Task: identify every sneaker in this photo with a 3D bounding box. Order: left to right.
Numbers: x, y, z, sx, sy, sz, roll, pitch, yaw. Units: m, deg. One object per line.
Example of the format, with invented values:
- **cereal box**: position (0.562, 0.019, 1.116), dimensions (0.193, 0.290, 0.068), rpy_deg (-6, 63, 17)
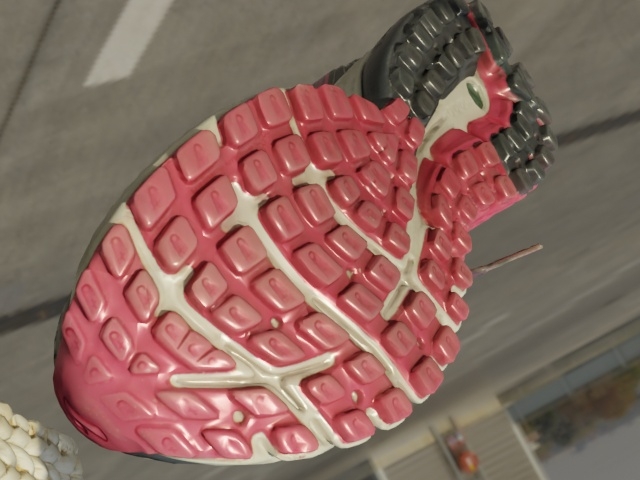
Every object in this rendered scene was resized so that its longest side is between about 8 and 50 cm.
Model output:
- **sneaker**: position (0.000, 0.000, 0.474), dimensions (0.112, 0.121, 0.299), rpy_deg (-29, -174, 36)

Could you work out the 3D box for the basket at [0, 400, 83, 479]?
- **basket**: position (-0.283, 0.240, 0.621), dimensions (0.331, 0.266, 0.328), rpy_deg (-13, 161, 0)
